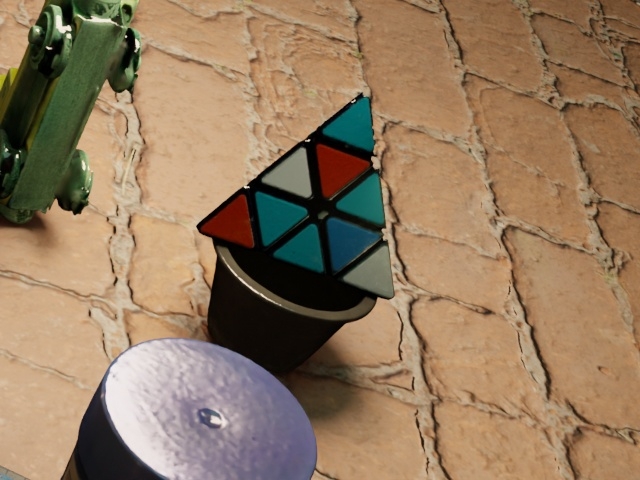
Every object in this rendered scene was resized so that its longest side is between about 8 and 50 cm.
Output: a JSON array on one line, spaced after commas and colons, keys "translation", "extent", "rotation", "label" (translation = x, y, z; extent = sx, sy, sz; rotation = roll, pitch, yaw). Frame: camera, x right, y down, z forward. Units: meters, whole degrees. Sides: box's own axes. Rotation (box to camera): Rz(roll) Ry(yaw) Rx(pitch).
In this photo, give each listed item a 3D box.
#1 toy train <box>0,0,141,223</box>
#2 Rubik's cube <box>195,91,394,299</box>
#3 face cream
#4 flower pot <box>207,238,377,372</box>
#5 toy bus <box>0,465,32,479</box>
[{"translation": [-0.341, -0.204, 2.098], "extent": [0.150, 0.369, 0.237], "rotation": [14, 34, -24], "label": "toy train"}, {"translation": [0.000, 0.000, 2.098], "extent": [0.250, 0.284, 0.234], "rotation": [-37, 90, -30], "label": "Rubik's cube"}, {"translation": [-0.157, 0.266, 1.754], "extent": [0.249, 0.225, 0.249], "rotation": [21, 32, -14], "label": "face cream"}, {"translation": [-0.060, 0.078, 2.144], "extent": [0.235, 0.148, 0.235], "rotation": [21, 31, -13], "label": "flower pot"}, {"translation": [-0.368, 0.266, 1.750], "extent": [0.153, 0.051, 0.061], "rotation": [27, 21, -5], "label": "toy bus"}]
